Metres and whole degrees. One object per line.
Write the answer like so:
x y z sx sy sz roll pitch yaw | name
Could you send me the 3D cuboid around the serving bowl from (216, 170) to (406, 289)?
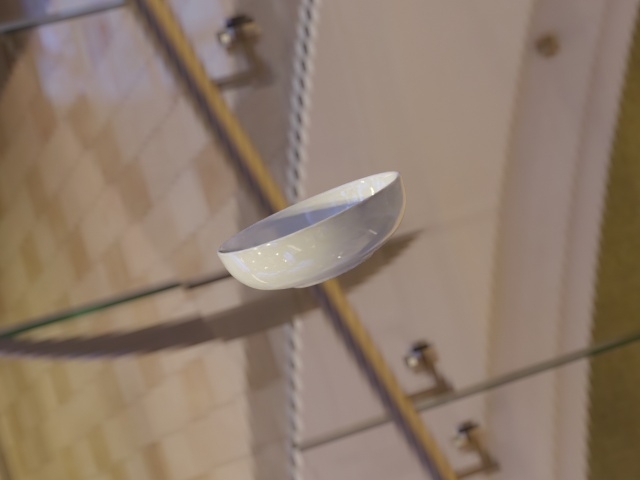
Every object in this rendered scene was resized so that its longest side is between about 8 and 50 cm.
0.000 0.000 0.777 0.027 0.083 0.083 66 161 -9 | serving bowl
